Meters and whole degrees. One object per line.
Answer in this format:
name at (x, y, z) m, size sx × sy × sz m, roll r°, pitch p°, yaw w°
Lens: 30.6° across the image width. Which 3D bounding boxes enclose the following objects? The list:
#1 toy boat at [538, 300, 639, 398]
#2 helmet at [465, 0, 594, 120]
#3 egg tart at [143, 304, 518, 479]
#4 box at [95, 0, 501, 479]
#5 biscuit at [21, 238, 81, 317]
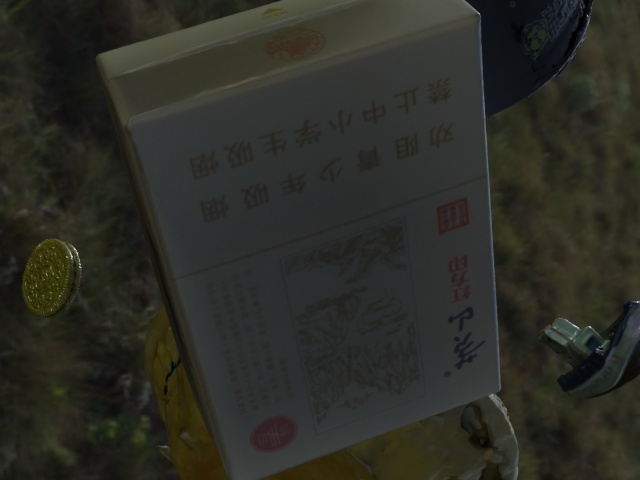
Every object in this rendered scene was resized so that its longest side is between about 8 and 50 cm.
toy boat at (0.385, 0.145, 1.638) m, size 0.115 × 0.262 × 0.114 m, roll 45°, pitch 62°, yaw 1°
helmet at (0.123, -0.243, 1.070) m, size 0.279 × 0.230 × 0.160 m, roll -56°, pitch 140°, yaw -19°
egg tart at (-0.011, 0.184, 1.097) m, size 0.388 × 0.388 × 0.169 m, roll 61°, pitch 40°, yaw -30°
box at (0.000, 0.000, 0.489) m, size 0.058 × 0.141 × 0.201 m, roll -121°, pitch -165°, yaw -50°
biscuit at (-0.283, 0.040, 1.234) m, size 0.023 × 0.084 × 0.084 m, roll 16°, pitch 60°, yaw -47°
